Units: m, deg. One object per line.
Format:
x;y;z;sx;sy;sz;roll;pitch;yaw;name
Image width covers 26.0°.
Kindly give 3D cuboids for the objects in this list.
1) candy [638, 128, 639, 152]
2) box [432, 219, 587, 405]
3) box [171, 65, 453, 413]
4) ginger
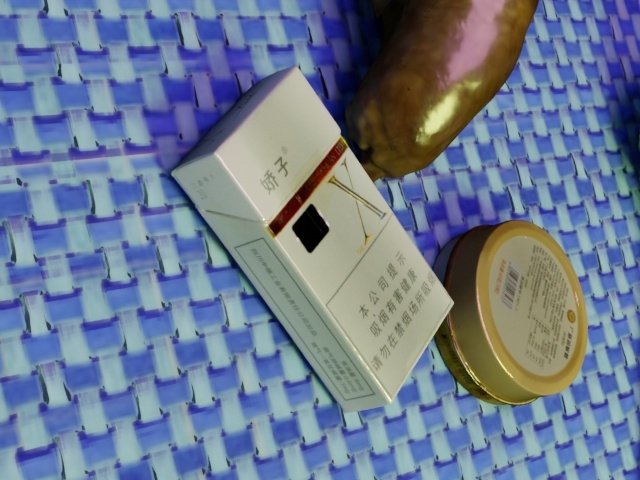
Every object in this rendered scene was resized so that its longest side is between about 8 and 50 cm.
0.240;0.070;0.888;0.119;0.119;0.440;28;67;-36;candy
0.109;0.041;0.789;0.105;0.037;0.106;16;66;-41;box
0.000;0.000;0.690;0.154;0.040;0.084;56;46;-18;box
0.052;-0.196;0.764;0.133;0.107;0.309;-17;93;-61;ginger
